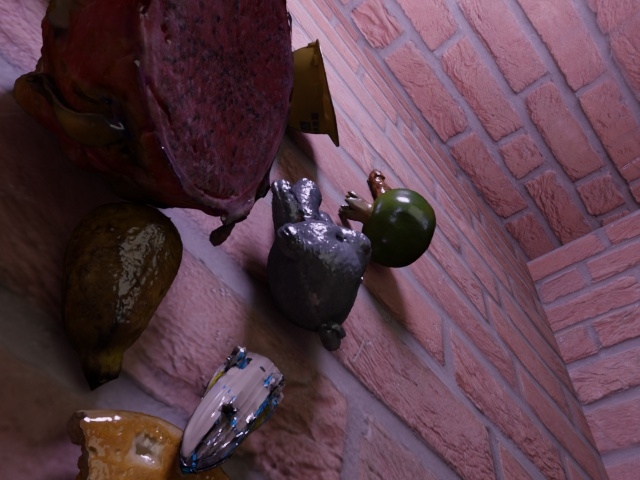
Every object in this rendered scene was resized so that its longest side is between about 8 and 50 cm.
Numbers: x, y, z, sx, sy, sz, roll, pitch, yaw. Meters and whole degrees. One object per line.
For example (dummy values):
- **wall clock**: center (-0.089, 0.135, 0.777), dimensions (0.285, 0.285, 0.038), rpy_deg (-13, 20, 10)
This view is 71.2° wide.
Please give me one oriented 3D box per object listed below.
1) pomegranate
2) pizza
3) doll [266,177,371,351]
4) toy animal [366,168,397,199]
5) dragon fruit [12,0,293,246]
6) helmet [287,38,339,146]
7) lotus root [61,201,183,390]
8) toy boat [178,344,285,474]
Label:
- **pomegranate**: center (0.152, -0.042, 1.035), dimensions (0.225, 0.187, 0.187), rpy_deg (23, 33, -3)
- **pizza**: center (-0.127, 0.239, 0.381), dimensions (0.246, 0.058, 0.127), rpy_deg (48, 26, -16)
- **doll**: center (0.006, -0.002, 0.745), dimensions (0.245, 0.158, 0.340), rpy_deg (59, 22, -23)
- **toy animal**: center (0.191, -0.103, 1.274), dimensions (0.099, 0.057, 0.241), rpy_deg (24, 43, -37)
- **dragon fruit**: center (-0.206, -0.178, 0.513), dimensions (0.296, 0.263, 0.314), rpy_deg (26, 78, -69)
- **helmet**: center (-0.045, -0.331, 1.032), dimensions (0.205, 0.140, 0.256), rpy_deg (75, 7, -66)
- **lotus root**: center (-0.198, 0.044, 0.440), dimensions (0.108, 0.094, 0.190), rpy_deg (7, 52, -12)
- **toy boat**: center (-0.091, 0.169, 0.454), dimensions (0.084, 0.066, 0.210), rpy_deg (35, 10, 5)
